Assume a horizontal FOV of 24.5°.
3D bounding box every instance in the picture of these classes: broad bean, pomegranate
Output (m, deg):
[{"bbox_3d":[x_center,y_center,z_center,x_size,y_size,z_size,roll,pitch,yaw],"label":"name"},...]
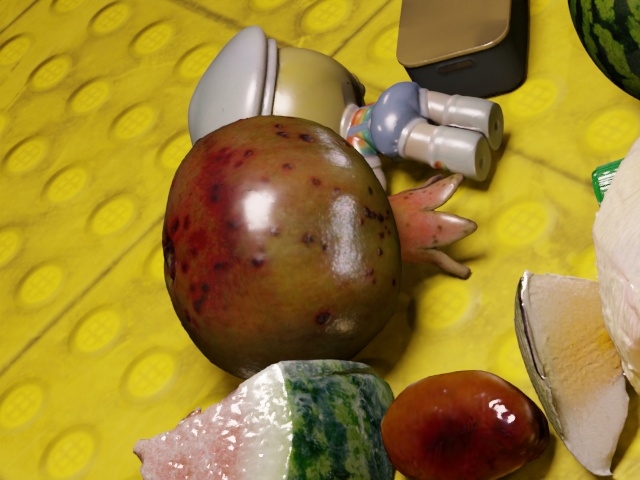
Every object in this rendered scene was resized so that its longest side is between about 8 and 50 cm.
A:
[{"bbox_3d":[0.134,0.181,1.408,0.165,0.084,0.114,-16,53,24],"label":"broad bean"},{"bbox_3d":[-0.019,0.004,1.577,0.323,0.291,0.291,-11,23,-41],"label":"pomegranate"}]

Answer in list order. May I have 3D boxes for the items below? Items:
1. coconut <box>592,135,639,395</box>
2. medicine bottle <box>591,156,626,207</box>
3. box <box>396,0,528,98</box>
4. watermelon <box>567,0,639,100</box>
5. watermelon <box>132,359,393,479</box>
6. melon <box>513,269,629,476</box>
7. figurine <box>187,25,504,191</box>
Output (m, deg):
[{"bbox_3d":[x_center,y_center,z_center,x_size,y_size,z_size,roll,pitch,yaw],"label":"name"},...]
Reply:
[{"bbox_3d":[0.382,0.010,1.285,0.297,0.254,0.297,-18,44,18],"label":"coconut"},{"bbox_3d":[0.428,-0.088,1.489,0.309,0.076,0.111,-17,42,19],"label":"medicine bottle"},{"bbox_3d":[0.179,-0.263,1.807,0.144,0.090,0.201,-13,44,22],"label":"box"},{"bbox_3d":[0.399,-0.273,1.531,0.285,0.285,0.285,-18,43,17],"label":"watermelon"},{"bbox_3d":[-0.052,0.241,1.448,0.231,0.193,0.310,19,74,21],"label":"watermelon"},{"bbox_3d":[0.238,0.120,1.389,0.093,0.202,0.139,-16,-3,-4],"label":"melon"},{"bbox_3d":[0.022,-0.157,1.729,0.381,0.205,0.225,-5,54,18],"label":"figurine"}]
